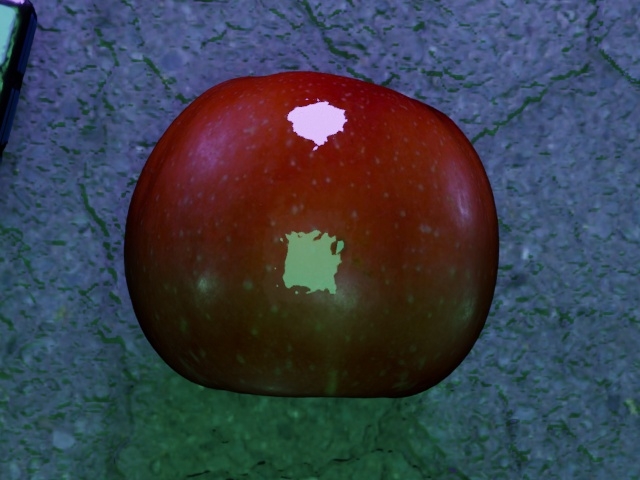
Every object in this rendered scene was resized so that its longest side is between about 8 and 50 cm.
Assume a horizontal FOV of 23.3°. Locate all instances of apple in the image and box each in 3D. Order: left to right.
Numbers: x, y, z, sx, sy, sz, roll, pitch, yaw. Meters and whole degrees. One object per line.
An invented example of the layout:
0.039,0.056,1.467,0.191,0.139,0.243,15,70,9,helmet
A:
0.000,0.000,1.056,0.260,0.260,0.216,7,88,-9,apple

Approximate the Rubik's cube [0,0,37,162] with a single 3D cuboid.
-0.289,-0.103,1.054,0.163,0.162,0.160,15,92,-8,Rubik's cube
